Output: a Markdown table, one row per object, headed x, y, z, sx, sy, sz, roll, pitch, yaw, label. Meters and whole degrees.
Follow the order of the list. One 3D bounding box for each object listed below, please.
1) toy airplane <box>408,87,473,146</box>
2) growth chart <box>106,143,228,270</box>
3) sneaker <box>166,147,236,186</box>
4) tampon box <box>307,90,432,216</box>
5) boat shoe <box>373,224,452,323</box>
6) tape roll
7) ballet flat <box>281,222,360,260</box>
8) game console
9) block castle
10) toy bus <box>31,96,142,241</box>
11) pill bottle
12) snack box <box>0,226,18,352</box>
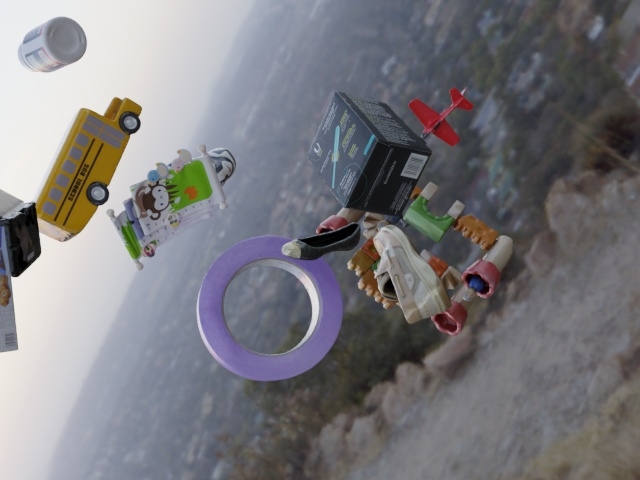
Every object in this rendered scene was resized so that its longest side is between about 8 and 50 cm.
| x | y | z | sx | sy | sz | roll | pitch | yaw | label |
| --- | --- | --- | --- | --- | --- | --- | --- | --- | --- |
| 0.265 | -0.265 | 2.079 | 0.151 | 0.151 | 0.028 | -63 | 22 | 17 | toy airplane |
| -0.290 | -0.068 | 1.853 | 0.237 | 0.172 | 0.021 | -35 | 38 | -9 | growth chart |
| -0.313 | -0.128 | 2.270 | 0.153 | 0.235 | 0.094 | -82 | -25 | -65 | sneaker |
| 0.070 | -0.131 | 1.471 | 0.120 | 0.101 | 0.161 | -65 | 34 | 25 | tampon box |
| 0.167 | 0.067 | 2.095 | 0.110 | 0.121 | 0.341 | -30 | 25 | -3 | boat shoe |
| -0.099 | 0.132 | 1.869 | 0.090 | 0.275 | 0.274 | 134 | 160 | -76 | tape roll |
| 0.000 | 0.000 | 1.708 | 0.173 | 0.057 | 0.049 | -13 | -54 | -41 | ballet flat |
| -0.392 | -0.017 | 1.183 | 0.122 | 0.071 | 0.107 | -99 | 5 | -77 | game console |
| 0.218 | 0.020 | 2.410 | 0.213 | 0.453 | 0.303 | -49 | -9 | -33 | block castle |
| -0.499 | -0.161 | 2.066 | 0.108 | 0.130 | 0.332 | -22 | 45 | 58 | toy bus |
| -0.621 | -0.443 | 2.230 | 0.180 | 0.108 | 0.108 | -4 | 58 | 50 | pill bottle |
| -0.427 | 0.057 | 1.241 | 0.022 | 0.064 | 0.178 | -166 | 72 | -65 | snack box |
